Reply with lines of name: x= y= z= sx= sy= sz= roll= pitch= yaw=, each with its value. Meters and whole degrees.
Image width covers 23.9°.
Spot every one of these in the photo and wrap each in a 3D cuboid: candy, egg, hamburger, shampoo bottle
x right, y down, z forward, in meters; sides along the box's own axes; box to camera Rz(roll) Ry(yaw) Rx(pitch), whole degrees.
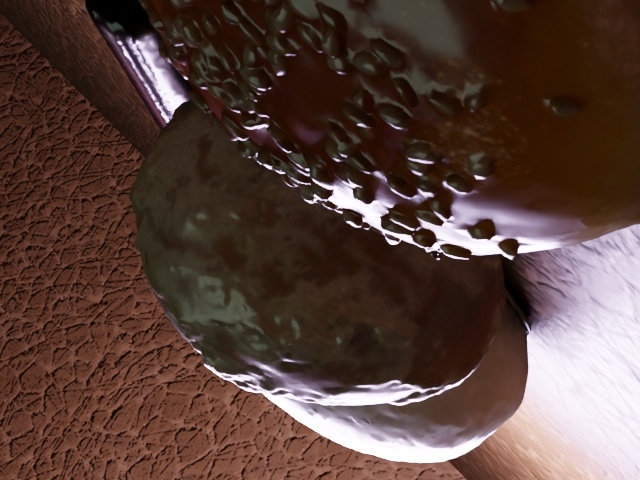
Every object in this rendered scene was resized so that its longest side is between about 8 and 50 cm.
candy: x=0.028 y=0.059 z=1.160 sx=0.295 sy=0.185 sz=0.295 roll=42 pitch=169 yaw=10
egg: x=0.000 y=0.000 z=0.929 sx=0.245 sy=0.203 sz=0.203 roll=32 pitch=170 yaw=12
hamburger: x=0.025 y=-0.091 z=0.441 sx=0.237 sy=0.147 sz=0.237 roll=45 pitch=170 yaw=10
shampoo bottle: x=-0.087 y=-0.146 z=0.966 sx=0.084 sy=0.129 sz=0.323 roll=16 pitch=165 yaw=14
